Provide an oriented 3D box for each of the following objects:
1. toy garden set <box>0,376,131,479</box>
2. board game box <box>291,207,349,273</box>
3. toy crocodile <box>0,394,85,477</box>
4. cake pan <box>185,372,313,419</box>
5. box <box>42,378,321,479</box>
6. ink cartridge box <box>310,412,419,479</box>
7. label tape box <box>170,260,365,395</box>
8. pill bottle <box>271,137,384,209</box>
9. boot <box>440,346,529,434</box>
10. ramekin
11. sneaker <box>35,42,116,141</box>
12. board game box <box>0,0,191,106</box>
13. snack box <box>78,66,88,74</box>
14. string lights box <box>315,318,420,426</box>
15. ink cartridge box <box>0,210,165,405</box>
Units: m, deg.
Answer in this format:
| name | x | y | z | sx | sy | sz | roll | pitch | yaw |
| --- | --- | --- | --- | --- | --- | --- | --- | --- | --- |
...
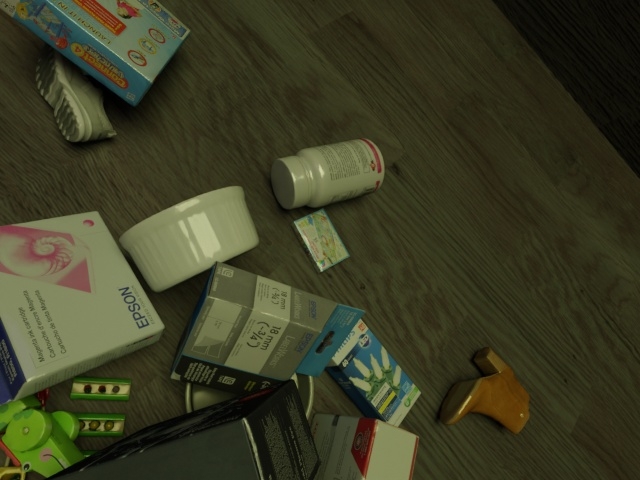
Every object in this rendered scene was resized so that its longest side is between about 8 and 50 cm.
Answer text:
| name | x | y | z | sx | sy | sz | roll | pitch | yaw |
| --- | --- | --- | --- | --- | --- | --- | --- | --- | --- |
| toy garden set | -0.487 | 0.384 | 0.826 | 0.203 | 0.049 | 0.245 | 10 | 68 | -22 |
| board game box | 0.000 | 0.000 | 1.199 | 0.103 | 0.026 | 0.154 | -26 | 85 | -30 |
| toy crocodile | -0.535 | 0.301 | 0.761 | 0.340 | 0.115 | 0.105 | 41 | 73 | 10 |
| cake pan | -0.158 | 0.339 | 0.992 | 0.292 | 0.054 | 0.294 | 8 | 69 | -22 |
| box | -0.204 | 0.390 | 0.729 | 0.342 | 0.312 | 0.179 | -20 | 80 | 5 |
| ink cartridge box | 0.063 | 0.483 | 0.921 | 0.114 | 0.272 | 0.197 | 28 | 63 | -18 |
| label tape box | -0.100 | 0.209 | 0.889 | 0.333 | 0.241 | 0.106 | 20 | 31 | -17 |
| pill bottle | 0.020 | -0.180 | 1.194 | 0.282 | 0.160 | 0.161 | -17 | 80 | -29 |
| boot | 0.473 | 0.463 | 1.214 | 0.295 | 0.104 | 0.211 | -39 | 91 | -34 |
| ramekin | -0.267 | 0.003 | 0.940 | 0.277 | 0.277 | 0.135 | -26 | 92 | -30 |
| sneaker | -0.577 | -0.347 | 1.032 | 0.115 | 0.105 | 0.282 | -8 | 71 | -58 |
| board game box | -0.482 | -0.500 | 0.988 | 0.308 | 0.086 | 0.302 | 37 | 38 | -27 |
| snack box | -0.539 | -0.501 | 1.062 | 0.207 | 0.070 | 0.174 | 57 | 32 | 1 |
| string lights box | 0.119 | 0.335 | 1.102 | 0.260 | 0.076 | 0.133 | 51 | 58 | -5 |
| ink cartridge box | -0.514 | 0.104 | 0.805 | 0.330 | 0.071 | 0.324 | -18 | 62 | -45 |
